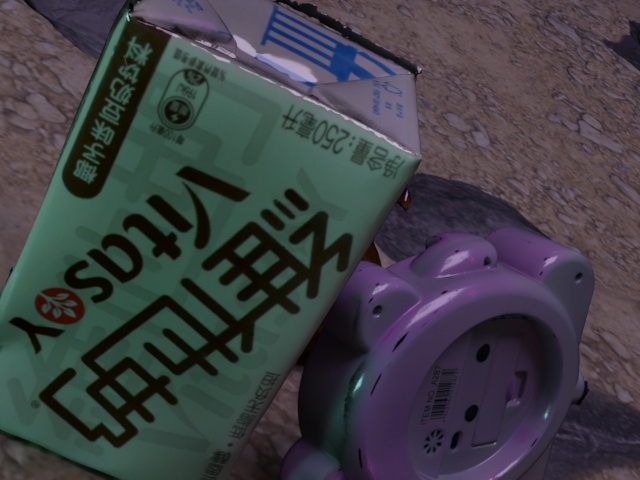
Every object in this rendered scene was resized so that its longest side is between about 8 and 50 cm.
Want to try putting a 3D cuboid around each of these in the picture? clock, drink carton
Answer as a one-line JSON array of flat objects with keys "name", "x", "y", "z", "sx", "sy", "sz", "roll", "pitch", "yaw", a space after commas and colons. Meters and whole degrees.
[{"name": "clock", "x": 0.089, "y": 0.105, "z": 0.936, "sx": 0.248, "sy": 0.227, "sz": 0.090, "roll": -1, "pitch": 19, "yaw": -41}, {"name": "drink carton", "x": -0.088, "y": 0.001, "z": 0.822, "sx": 0.194, "sy": 0.324, "sz": 0.132, "roll": 25, "pitch": 29, "yaw": -10}]

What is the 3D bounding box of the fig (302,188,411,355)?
[{"name": "fig", "x": 0.000, "y": 0.000, "z": 1.056, "sx": 0.146, "sy": 0.201, "sz": 0.134, "roll": 13, "pitch": 41, "yaw": -19}]
